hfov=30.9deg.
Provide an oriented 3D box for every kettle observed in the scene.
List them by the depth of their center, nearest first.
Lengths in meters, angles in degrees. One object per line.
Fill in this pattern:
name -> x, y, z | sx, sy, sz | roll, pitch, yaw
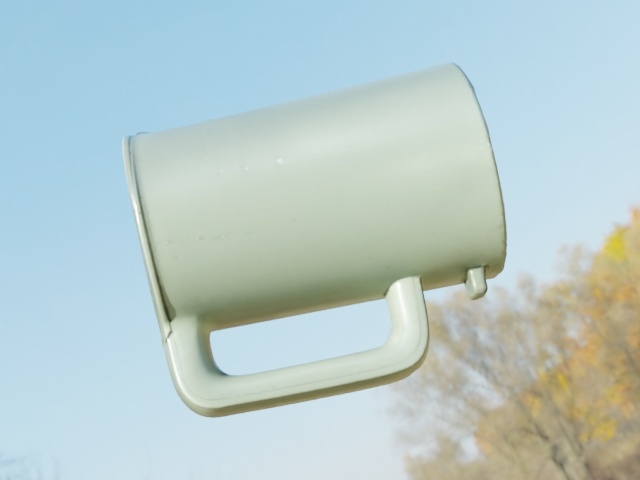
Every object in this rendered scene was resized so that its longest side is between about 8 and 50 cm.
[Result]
kettle -> -0.002, -0.005, 1.066 | 0.317, 0.265, 0.205 | -11, 8, -5
